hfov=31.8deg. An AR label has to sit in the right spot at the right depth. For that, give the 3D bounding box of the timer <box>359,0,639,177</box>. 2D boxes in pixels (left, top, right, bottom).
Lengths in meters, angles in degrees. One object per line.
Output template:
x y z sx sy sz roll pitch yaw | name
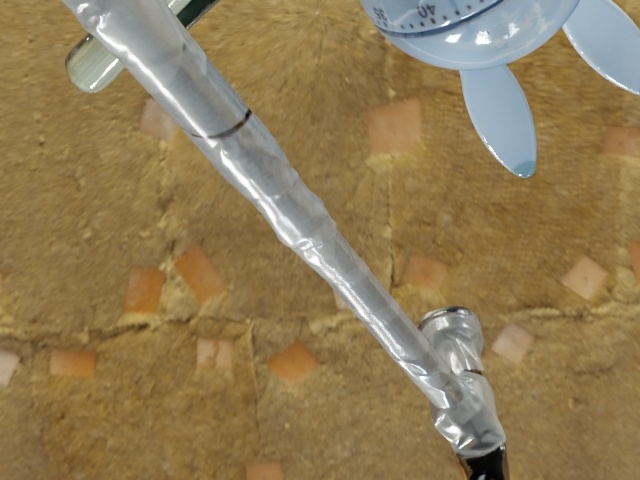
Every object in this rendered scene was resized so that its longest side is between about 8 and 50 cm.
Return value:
0.120 -0.175 0.770 0.175 0.255 0.175 -10 -112 26 | timer

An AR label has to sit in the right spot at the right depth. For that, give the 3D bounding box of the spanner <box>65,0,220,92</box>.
-0.033 -0.181 0.610 0.325 0.095 0.040 -34 -84 39 | spanner

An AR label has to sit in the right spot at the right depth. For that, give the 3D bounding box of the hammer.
0.001 0.000 0.577 0.044 0.152 0.427 -26 -48 16 | hammer
